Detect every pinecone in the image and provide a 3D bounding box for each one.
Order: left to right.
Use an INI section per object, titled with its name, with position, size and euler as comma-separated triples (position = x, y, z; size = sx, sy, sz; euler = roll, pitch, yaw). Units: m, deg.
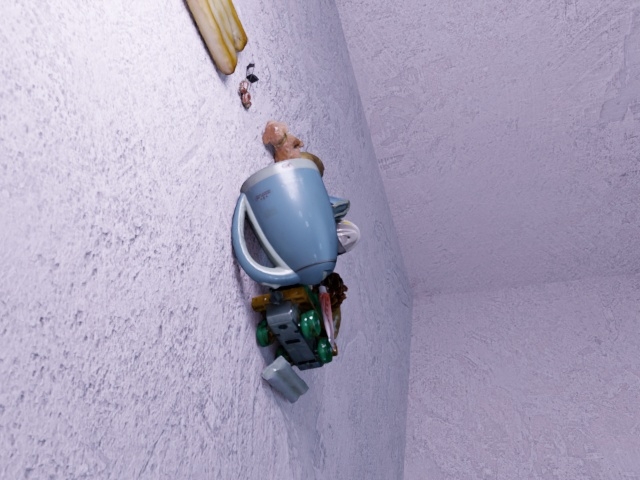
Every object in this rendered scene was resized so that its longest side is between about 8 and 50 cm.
[pinecone]
position = 0.013, 0.187, 2.054
size = 0.173, 0.173, 0.174
euler = -9, 90, -72

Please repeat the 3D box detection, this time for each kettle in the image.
[kettle]
position = -0.102, -0.022, 1.594
size = 0.247, 0.319, 0.342
euler = 122, -50, -67

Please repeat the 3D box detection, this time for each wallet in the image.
[wallet]
position = -0.043, -0.130, 1.853
size = 0.176, 0.250, 0.075
euler = -24, 126, -67

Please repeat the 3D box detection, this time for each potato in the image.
[potato]
position = -0.037, -0.286, 2.236
size = 0.200, 0.081, 0.164
euler = -47, 127, -65

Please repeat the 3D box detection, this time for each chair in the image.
[chair]
position = -0.227, -0.544, 1.823
size = 0.042, 0.037, 0.086
euler = 37, 50, -49

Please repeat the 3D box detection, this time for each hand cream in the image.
[hand cream]
position = 0.019, 0.232, 1.707
size = 0.052, 0.038, 0.216
euler = 28, 37, -39

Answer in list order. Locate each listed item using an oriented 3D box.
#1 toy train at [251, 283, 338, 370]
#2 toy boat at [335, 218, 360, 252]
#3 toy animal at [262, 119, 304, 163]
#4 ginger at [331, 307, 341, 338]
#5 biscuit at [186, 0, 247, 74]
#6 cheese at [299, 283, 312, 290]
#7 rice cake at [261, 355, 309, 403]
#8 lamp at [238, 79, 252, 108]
[toy train]
position = -0.071, 0.249, 1.729
size = 0.429, 0.178, 0.249
euler = 65, 18, -44
[toy boat]
position = -0.003, -0.002, 1.897
size = 0.141, 0.269, 0.141
euler = 3, 86, -60
[toy animal]
position = -0.137, -0.314, 1.906
size = 0.185, 0.104, 0.184
euler = 55, 38, -64
[ginger]
position = 0.046, 0.324, 2.204
size = 0.115, 0.081, 0.205
euler = 40, 43, -17
[biscuit]
position = -0.303, -0.656, 1.597
size = 0.291, 0.062, 0.237
euler = 65, 24, -43
[cheese]
position = -0.053, 0.148, 1.927
size = 0.092, 0.047, 0.171
euler = -140, -113, -74
[rice cake]
position = -0.104, 0.432, 1.687
size = 0.040, 0.085, 0.226
euler = 38, -15, 38
[lamp]
position = -0.241, -0.466, 1.761
size = 0.063, 0.031, 0.083
euler = -73, 153, -51
